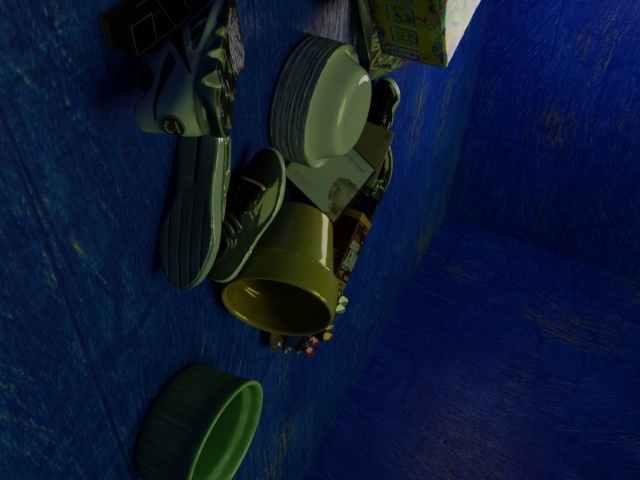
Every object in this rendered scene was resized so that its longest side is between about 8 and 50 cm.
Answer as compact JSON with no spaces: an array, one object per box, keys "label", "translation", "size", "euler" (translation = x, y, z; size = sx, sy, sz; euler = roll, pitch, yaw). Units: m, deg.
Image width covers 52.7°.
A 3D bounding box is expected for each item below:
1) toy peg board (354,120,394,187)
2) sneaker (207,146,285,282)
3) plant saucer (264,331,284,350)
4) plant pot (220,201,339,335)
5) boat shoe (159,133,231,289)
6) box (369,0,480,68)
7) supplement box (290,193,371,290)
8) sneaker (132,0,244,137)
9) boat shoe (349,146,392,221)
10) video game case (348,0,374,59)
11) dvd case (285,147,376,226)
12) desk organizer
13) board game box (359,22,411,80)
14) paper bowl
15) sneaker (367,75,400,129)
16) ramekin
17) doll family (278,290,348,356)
[{"label":"toy peg board","translation":[0.094,-0.239,1.746],"size":[0.079,0.161,0.161],"euler":[84,28,-86]},{"label":"sneaker","translation":[-0.160,-0.057,1.258],"size":[0.295,0.105,0.147],"euler":[-64,167,-2]},{"label":"plant saucer","translation":[-0.108,0.217,1.841],"size":[0.198,0.036,0.198],"euler":[-57,159,-35]},{"label":"plant pot","translation":[-0.074,0.053,1.460],"size":[0.254,0.254,0.239],"euler":[84,16,-55]},{"label":"boat shoe","translation":[-0.204,-0.062,1.132],"size":[0.094,0.109,0.302],"euler":[-25,131,-68]},{"label":"box","translation":[0.255,-0.607,1.473],"size":[0.290,0.177,0.279],"euler":[-62,156,-16]},{"label":"supplement box","translation":[0.000,0.000,1.658],"size":[0.194,0.191,0.129],"euler":[-66,163,-5]},{"label":"sneaker","translation":[-0.192,-0.268,0.941],"size":[0.330,0.146,0.122],"euler":[-86,170,-48]},{"label":"boat shoe","translation":[0.131,-0.151,1.988],"size":[0.113,0.127,0.340],"euler":[-63,175,-59]},{"label":"video game case","translation":[0.081,-0.557,1.384],"size":[0.274,0.026,0.196],"euler":[66,26,-55]},{"label":"dvd case","translation":[0.023,-0.166,1.593],"size":[0.022,0.180,0.253],"euler":[-39,-170,47]},{"label":"desk organizer","translation":[-0.231,-0.301,0.868],"size":[0.130,0.050,0.047],"euler":[-55,158,-38]},{"label":"board game box","translation":[0.256,-0.583,1.741],"size":[0.347,0.056,0.208],"euler":[-29,142,-19]},{"label":"paper bowl","translation":[0.015,-0.300,1.442],"size":[0.284,0.148,0.284],"euler":[-55,156,-39]},{"label":"sneaker","translation":[0.181,-0.379,1.950],"size":[0.217,0.079,0.121],"euler":[86,28,-56]},{"label":"ramekin","translation":[-0.265,0.420,1.419],"size":[0.303,0.148,0.303],"euler":[-56,158,-37]},{"label":"doll family","translation":[-0.017,0.202,1.795],"size":[0.118,0.163,0.263],"euler":[22,89,-40]}]
